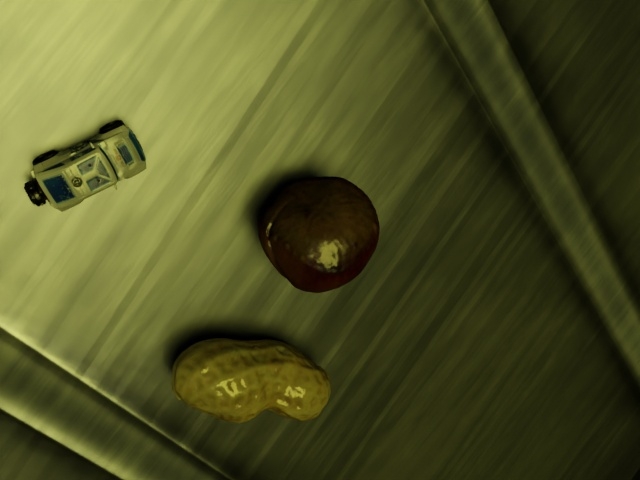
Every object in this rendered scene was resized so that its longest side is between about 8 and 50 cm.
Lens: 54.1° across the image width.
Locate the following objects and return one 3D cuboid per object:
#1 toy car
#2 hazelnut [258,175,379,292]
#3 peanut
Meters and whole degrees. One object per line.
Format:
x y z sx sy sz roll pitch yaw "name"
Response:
-0.336 -0.102 0.897 0.171 0.070 0.080 -29 121 -15 "toy car"
0.000 0.000 1.055 0.208 0.208 0.208 -10 114 -23 "hazelnut"
-0.113 0.250 1.118 0.306 0.147 0.147 7 107 -32 "peanut"
